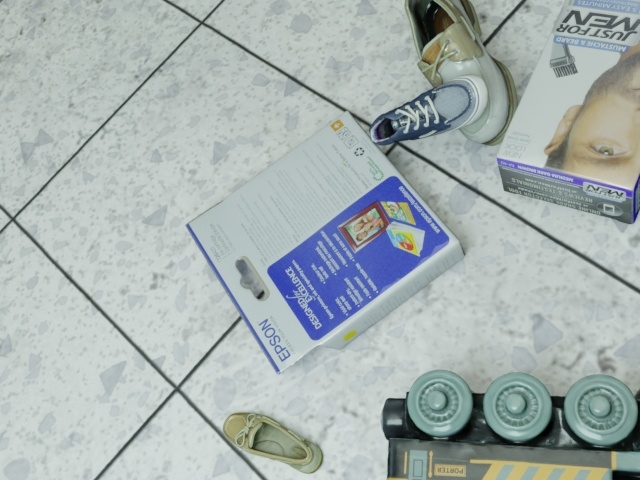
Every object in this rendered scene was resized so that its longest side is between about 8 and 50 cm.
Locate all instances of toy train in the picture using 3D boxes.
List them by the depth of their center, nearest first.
[{"bbox_3d":[0.229,0.254,0.929,0.334,0.142,0.190,-1,70,18],"label":"toy train"}]

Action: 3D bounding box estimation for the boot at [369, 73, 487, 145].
[{"bbox_3d":[0.147,-0.173,1.137,0.086,0.190,0.069,-20,88,-28],"label":"boot"}]

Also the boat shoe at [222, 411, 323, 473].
[{"bbox_3d":[-0.070,0.266,1.086,0.153,0.048,0.056,20,73,28],"label":"boat shoe"}]

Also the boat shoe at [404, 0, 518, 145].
[{"bbox_3d":[0.195,-0.263,1.205,0.113,0.103,0.302,-48,42,35],"label":"boat shoe"}]

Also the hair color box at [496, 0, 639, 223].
[{"bbox_3d":[0.394,-0.209,1.121,0.185,0.110,0.338,18,73,26],"label":"hair color box"}]

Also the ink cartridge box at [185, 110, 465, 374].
[{"bbox_3d":[0.000,0.000,1.189,0.307,0.072,0.303,-37,59,2],"label":"ink cartridge box"}]
